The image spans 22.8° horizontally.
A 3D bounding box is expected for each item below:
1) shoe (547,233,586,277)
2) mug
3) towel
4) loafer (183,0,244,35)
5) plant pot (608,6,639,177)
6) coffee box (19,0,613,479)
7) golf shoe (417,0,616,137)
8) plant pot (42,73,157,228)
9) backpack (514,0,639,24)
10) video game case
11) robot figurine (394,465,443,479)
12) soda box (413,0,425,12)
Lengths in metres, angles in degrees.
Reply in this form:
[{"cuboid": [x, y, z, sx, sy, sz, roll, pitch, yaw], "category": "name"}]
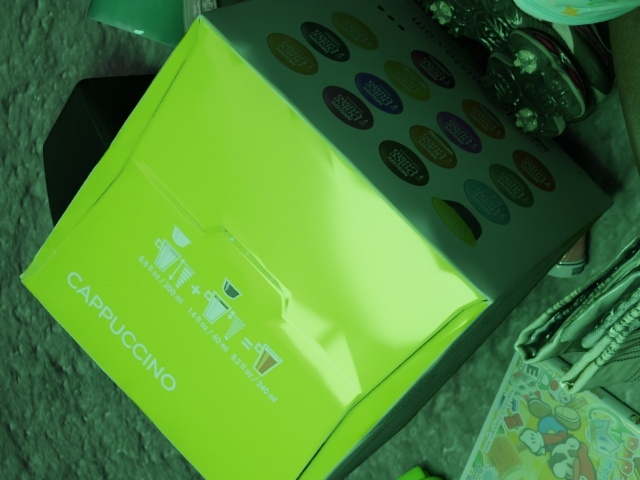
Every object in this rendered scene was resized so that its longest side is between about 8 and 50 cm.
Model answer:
[{"cuboid": [0.187, -0.025, 1.593, 0.178, 0.063, 0.081, 17, 116, 30], "category": "shoe"}, {"cuboid": [-0.195, -0.279, 1.785, 0.157, 0.129, 0.097, 24, 97, 42], "category": "mug"}, {"cuboid": [0.355, 0.023, 1.284, 0.312, 0.324, 0.056, -47, 55, 41], "category": "towel"}, {"cuboid": [-0.057, -0.159, 1.731, 0.111, 0.112, 0.320, -10, 107, 38], "category": "loafer"}, {"cuboid": [0.341, -0.121, 1.337, 0.215, 0.215, 0.230, -47, 59, 42], "category": "plant pot"}, {"cuboid": [0.000, 0.000, 1.461, 0.337, 0.334, 0.338, 45, 121, 9], "category": "coffee box"}, {"cuboid": [0.171, -0.228, 1.465, 0.273, 0.120, 0.105, 57, 146, -4], "category": "golf shoe"}, {"cuboid": [-0.218, -0.091, 1.856, 0.187, 0.188, 0.167, -52, 58, 41], "category": "plant pot"}, {"cuboid": [0.209, -0.301, 1.260, 0.254, 0.225, 0.191, 60, 155, -1], "category": "backpack"}, {"cuboid": [0.255, 0.246, 1.660, 0.206, 0.026, 0.227, 36, 127, 26], "category": "video game case"}, {"cuboid": [0.124, 0.309, 1.763, 0.067, 0.101, 0.115, -33, 62, 5], "category": "robot figurine"}, {"cuboid": [0.062, -0.174, 1.628, 0.092, 0.083, 0.263, -4, 104, 41], "category": "soda box"}]
